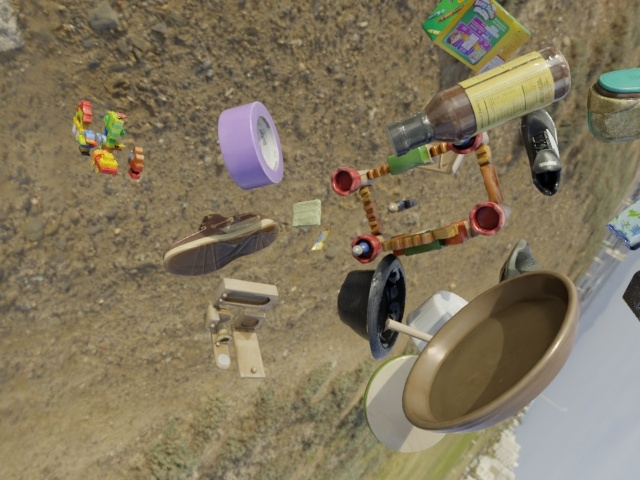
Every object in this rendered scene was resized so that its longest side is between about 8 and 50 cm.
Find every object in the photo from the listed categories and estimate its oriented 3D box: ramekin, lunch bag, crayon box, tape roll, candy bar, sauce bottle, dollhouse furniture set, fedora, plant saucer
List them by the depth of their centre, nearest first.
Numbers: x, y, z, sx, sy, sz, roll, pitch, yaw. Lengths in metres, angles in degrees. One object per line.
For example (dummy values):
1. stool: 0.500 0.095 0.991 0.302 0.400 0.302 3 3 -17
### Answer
1. plant saucer: 0.223 0.149 0.616 0.278 0.041 0.278 -43 -177 2
2. dollhouse furniture set: -0.147 0.175 0.896 0.144 0.123 0.151 13 132 -35
3. sauce bottle: 0.297 -0.263 0.908 0.344 0.111 0.111 -20 150 7
4. tape roll: -0.156 -0.216 1.065 0.189 0.080 0.189 -10 90 -76
5. lunch bag: 0.856 -0.044 1.240 0.129 0.096 0.151 -45 151 22
6. crayon box: 0.439 -0.586 1.291 0.278 0.081 0.165 12 135 -39
7. fedora: 0.149 0.191 1.399 0.334 0.152 0.334 -31 126 -57
8. ramekin: 0.422 0.289 1.469 0.277 0.277 0.135 -5 138 -54
9. candy bar: 0.000 0.000 1.546 0.161 0.040 0.018 -63 136 -61

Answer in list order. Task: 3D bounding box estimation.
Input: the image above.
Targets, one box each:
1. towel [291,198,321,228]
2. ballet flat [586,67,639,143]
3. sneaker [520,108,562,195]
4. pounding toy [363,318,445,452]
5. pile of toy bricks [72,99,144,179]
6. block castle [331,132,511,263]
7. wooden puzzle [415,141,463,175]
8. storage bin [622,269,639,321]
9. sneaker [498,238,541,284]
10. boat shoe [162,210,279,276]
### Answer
1. towel: -0.058 -0.107 1.851 0.027 0.148 0.110 11 77 -50
2. ballet flat: 0.571 -0.207 0.661 0.123 0.348 0.123 -7 90 -76
3. sneaker: 0.540 -0.210 1.117 0.106 0.078 0.234 -62 135 -60
4. pounding toy: 0.167 0.281 0.916 0.110 0.183 0.237 170 -65 -78
5. pile of toy bricks: -0.439 -0.224 0.973 0.118 0.212 0.105 2 125 -45
6. block castle: 0.263 -0.116 1.283 0.213 0.453 0.303 -17 91 -54
7. wooden puzzle: 0.565 -0.431 1.976 0.080 0.348 0.322 25 95 -20
8. storage bin: 0.905 0.138 1.192 0.180 0.084 0.122 -5 130 0
9. sneaker: 0.491 0.087 1.078 0.227 0.130 0.087 -53 163 -52
10. boat shoe: -0.278 -0.009 1.252 0.342 0.123 0.123 -23 145 -36
